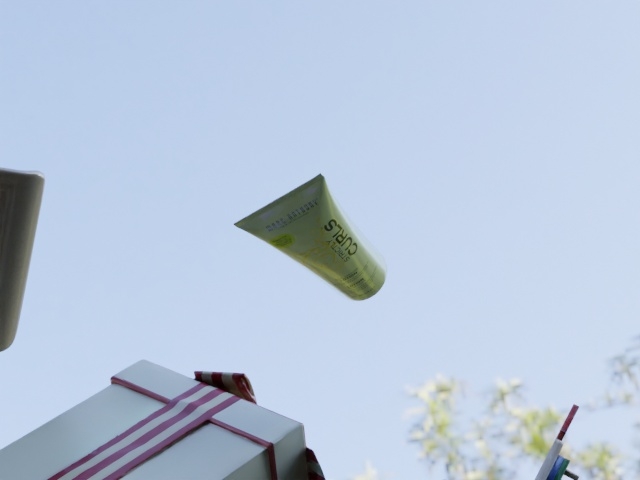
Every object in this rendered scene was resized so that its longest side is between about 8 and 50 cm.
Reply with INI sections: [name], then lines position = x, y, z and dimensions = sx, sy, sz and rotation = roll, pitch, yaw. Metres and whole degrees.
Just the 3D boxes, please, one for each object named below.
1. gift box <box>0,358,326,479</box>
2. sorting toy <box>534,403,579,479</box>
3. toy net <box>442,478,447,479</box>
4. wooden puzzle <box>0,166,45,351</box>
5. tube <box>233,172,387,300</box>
[gift box]
position = -0.131, 0.288, 1.483
dimensions = 0.258, 0.276, 0.255
rotation = -31, -50, -41
[sorting toy]
position = 0.265, 0.322, 1.891
dimensions = 0.046, 0.274, 0.132
rotation = 27, -41, 11
[toy net]
position = 0.145, 0.292, 1.475
dimensions = 0.045, 0.122, 0.232
rotation = -13, 4, 4
[wooden puzzle]
position = -0.407, 0.006, 1.565
dimensions = 0.238, 0.044, 0.221
rotation = 6, -58, -17
[tube]
position = 0.000, 0.000, 1.503
dimensions = 0.062, 0.070, 0.240
rotation = 19, -11, 25
